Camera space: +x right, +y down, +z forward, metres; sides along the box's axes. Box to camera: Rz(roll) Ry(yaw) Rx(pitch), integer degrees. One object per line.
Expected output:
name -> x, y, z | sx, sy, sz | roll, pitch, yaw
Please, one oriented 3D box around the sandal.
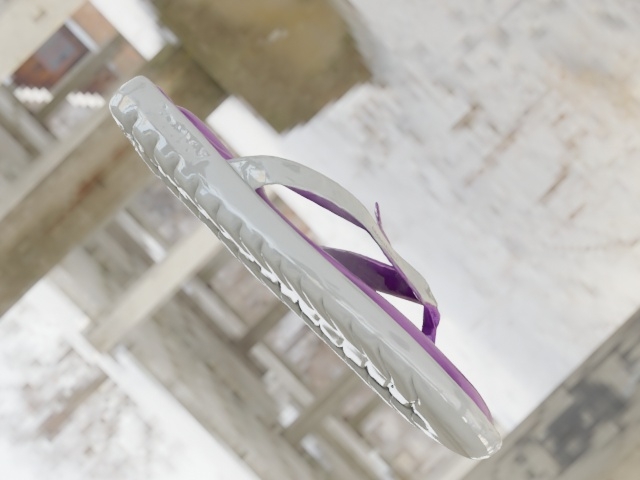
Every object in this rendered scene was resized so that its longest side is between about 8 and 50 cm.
sandal -> -0.003, -0.005, 1.362 | 0.416, 0.102, 0.169 | 43, 173, 21
